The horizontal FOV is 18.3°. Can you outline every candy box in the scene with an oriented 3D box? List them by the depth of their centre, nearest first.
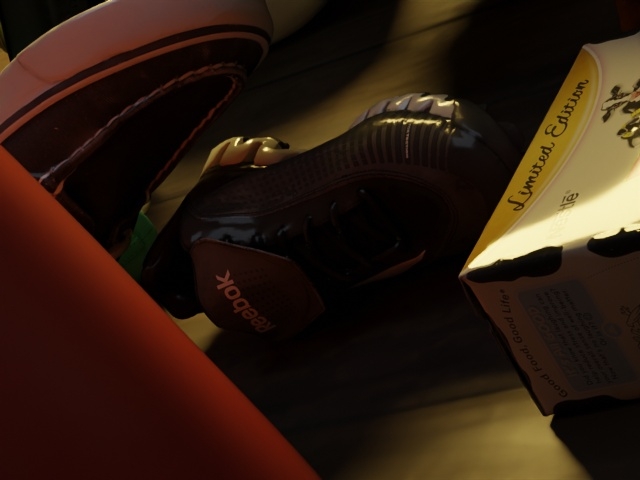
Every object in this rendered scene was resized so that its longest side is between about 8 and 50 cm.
[{"bbox_3d":[0.181,-0.032,0.685,0.233,0.071,0.159,-16,28,36],"label":"candy box"}]

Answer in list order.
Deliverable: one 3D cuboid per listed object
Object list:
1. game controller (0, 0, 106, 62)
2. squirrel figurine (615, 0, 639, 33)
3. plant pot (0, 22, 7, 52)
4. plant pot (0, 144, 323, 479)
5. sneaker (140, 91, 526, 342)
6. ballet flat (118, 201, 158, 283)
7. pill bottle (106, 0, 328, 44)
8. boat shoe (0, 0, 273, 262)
[{"bbox_3d":[-0.174,-0.196,1.190,0.067,0.319,0.166,-13,16,-12],"label":"game controller"},{"bbox_3d":[0.248,-0.250,0.888,0.370,0.281,0.397,-37,6,18],"label":"squirrel figurine"},{"bbox_3d":[-0.196,-0.147,1.432,0.083,0.083,0.079,-31,35,5],"label":"plant pot"},{"bbox_3d":[-0.163,0.079,0.683,0.275,0.243,0.275,-28,22,13],"label":"plant pot"},{"bbox_3d":[0.000,0.000,0.860,0.234,0.078,0.106,-7,36,54],"label":"sneaker"},{"bbox_3d":[-0.142,-0.034,1.091,0.087,0.083,0.247,-32,33,-6],"label":"ballet flat"},{"bbox_3d":[-0.049,-0.273,1.337,0.188,0.188,0.334,-24,23,21],"label":"pill bottle"},{"bbox_3d":[-0.132,-0.008,0.921,0.301,0.102,0.108,-33,-22,20],"label":"boat shoe"}]
